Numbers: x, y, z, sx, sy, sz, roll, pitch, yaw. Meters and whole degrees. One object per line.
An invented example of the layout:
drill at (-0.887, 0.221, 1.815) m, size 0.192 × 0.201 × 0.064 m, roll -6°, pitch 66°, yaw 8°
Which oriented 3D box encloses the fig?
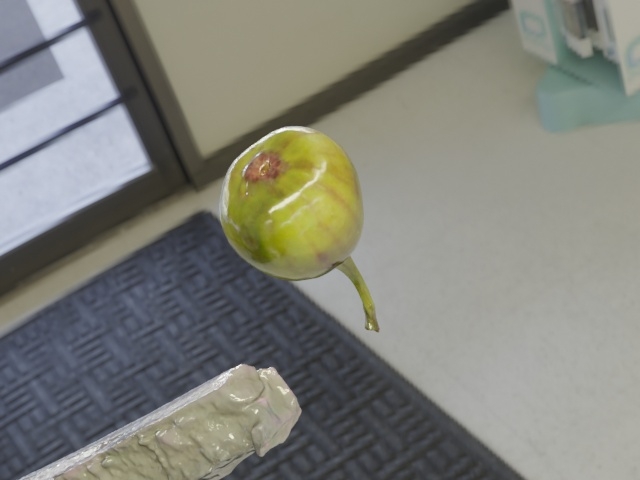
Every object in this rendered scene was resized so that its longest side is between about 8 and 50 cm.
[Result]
fig at (-0.014, 0.002, 0.834) m, size 0.093 × 0.166 × 0.093 m, roll -3°, pitch 54°, yaw 4°

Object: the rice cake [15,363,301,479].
rice cake at (-0.109, 0.127, 0.725) m, size 0.270 × 0.049 × 0.055 m, roll -31°, pitch -8°, yaw 42°
